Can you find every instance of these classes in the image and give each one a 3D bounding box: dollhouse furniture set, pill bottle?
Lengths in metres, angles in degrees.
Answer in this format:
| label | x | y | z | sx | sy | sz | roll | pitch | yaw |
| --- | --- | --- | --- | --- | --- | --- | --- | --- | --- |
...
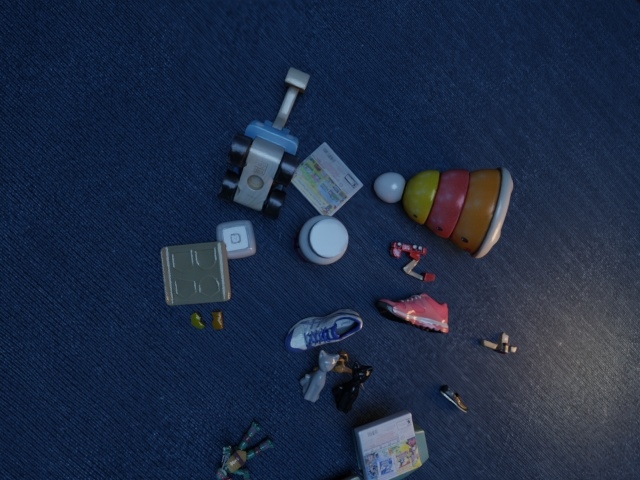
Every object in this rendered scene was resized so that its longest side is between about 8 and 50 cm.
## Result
| label | x | y | z | sx | sy | sz | roll | pitch | yaw |
| --- | --- | --- | --- | --- | --- | --- | --- | --- | --- |
| dollhouse furniture set | 0.714 | 0.397 | 1.677 | 0.114 | 0.091 | 0.081 | 20 | 68 | -6 |
| pill bottle | 0.000 | 0.000 | 1.443 | 0.169 | 0.301 | 0.169 | 1 | 86 | -11 |

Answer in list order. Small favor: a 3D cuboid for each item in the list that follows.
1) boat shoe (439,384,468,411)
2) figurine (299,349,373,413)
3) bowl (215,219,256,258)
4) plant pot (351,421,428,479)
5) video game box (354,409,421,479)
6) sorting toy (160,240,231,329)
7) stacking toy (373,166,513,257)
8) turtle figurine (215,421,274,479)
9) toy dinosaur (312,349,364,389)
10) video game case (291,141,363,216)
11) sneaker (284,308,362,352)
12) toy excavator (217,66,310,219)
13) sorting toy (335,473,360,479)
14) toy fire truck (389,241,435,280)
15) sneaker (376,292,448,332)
| label | x | y | z | sx | sy | sz | roll | pitch | yaw |
| --- | --- | --- | --- | --- | --- | --- | --- | --- | --- |
| boat shoe | 0.532 | 0.622 | 1.636 | 0.133 | 0.049 | 0.042 | 42 | 88 | -1 |
| figurine | 0.055 | 0.491 | 1.484 | 0.214 | 0.092 | 0.210 | 22 | 117 | -8 |
| bowl | -0.307 | -0.004 | 1.512 | 0.141 | 0.053 | 0.142 | -9 | 90 | -11 |
| plant pot | 0.261 | 0.761 | 1.525 | 0.234 | 0.165 | 0.166 | -10 | 88 | -17 |
| video game box | 0.229 | 0.701 | 1.412 | 0.205 | 0.048 | 0.187 | -11 | 87 | -19 |
| sorting toy | -0.435 | 0.164 | 1.476 | 0.228 | 0.041 | 0.308 | -5 | 92 | 0 |
| stacking toy | 0.436 | -0.154 | 1.585 | 0.479 | 0.350 | 0.351 | 16 | 83 | 10 |
| turtle figurine | -0.284 | 0.757 | 1.439 | 0.234 | 0.118 | 0.175 | -41 | 110 | -26 |
| toy dinosaur | 0.076 | 0.477 | 1.563 | 0.211 | 0.064 | 0.112 | 13 | 112 | -6 |
| video game case | 0.018 | -0.228 | 1.602 | 0.206 | 0.026 | 0.227 | -44 | 96 | -10 |
| sneaker | 0.011 | 0.326 | 1.514 | 0.296 | 0.131 | 0.112 | -22 | 93 | -10 |
| toy excavator | -0.174 | -0.363 | 1.490 | 0.222 | 0.445 | 0.433 | 20 | 124 | -10 |
| sorting toy | 0.048 | 1.001 | 1.500 | 0.255 | 0.089 | 0.257 | -18 | 91 | -11 |
| toy fire truck | 0.359 | 0.084 | 1.637 | 0.191 | 0.047 | 0.135 | 10 | 86 | -9 |
| sneaker | 0.358 | 0.259 | 1.609 | 0.313 | 0.116 | 0.136 | 20 | 73 | -16 |
